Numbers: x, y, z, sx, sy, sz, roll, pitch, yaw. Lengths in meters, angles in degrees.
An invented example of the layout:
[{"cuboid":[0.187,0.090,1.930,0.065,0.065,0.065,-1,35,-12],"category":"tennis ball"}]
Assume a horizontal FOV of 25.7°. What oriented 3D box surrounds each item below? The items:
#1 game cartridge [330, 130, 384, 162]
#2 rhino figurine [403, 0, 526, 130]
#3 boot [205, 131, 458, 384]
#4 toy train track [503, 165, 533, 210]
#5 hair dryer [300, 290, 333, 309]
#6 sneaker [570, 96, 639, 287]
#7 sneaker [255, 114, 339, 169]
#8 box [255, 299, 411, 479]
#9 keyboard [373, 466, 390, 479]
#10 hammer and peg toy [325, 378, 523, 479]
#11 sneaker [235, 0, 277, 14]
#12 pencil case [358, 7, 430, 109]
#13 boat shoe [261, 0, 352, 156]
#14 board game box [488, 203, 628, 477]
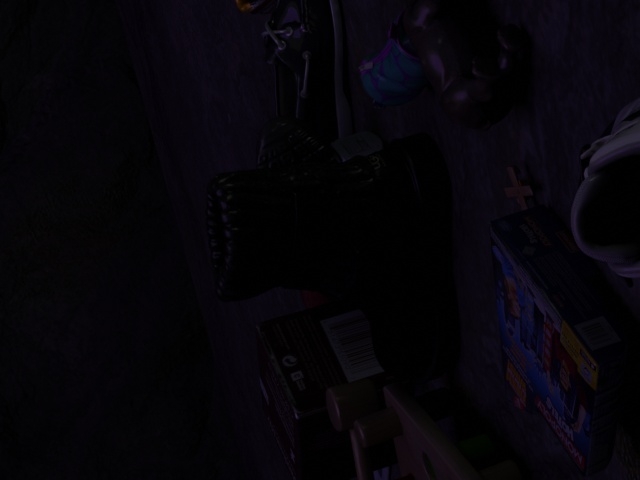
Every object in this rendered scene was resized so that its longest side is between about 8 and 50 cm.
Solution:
[{"cuboid":[0.047,-0.109,1.678,0.083,0.056,0.017,-120,10,-66],"category":"game cartridge"},{"cuboid":[0.113,-0.202,1.276,0.106,0.073,0.243,98,154,-53],"category":"rhino figurine"},{"cuboid":[0.008,0.045,1.579,0.131,0.260,0.348,-125,23,-52],"category":"boot"},{"cuboid":[0.192,-0.031,1.288,0.048,0.014,0.083,0,112,69],"category":"toy train track"},{"cuboid":[0.000,0.000,2.024,0.223,0.080,0.293,-94,-4,-78],"category":"hair dryer"},{"cuboid":[0.214,-0.036,0.923,0.330,0.146,0.122,159,93,-78],"category":"sneaker"},{"cuboid":[-0.011,-0.060,1.756,0.130,0.109,0.286,-108,-8,-45],"category":"sneaker"},{"cuboid":[0.017,0.212,1.939,0.203,0.167,0.168,89,159,-49],"category":"box"},{"cuboid":[0.089,0.344,2.151,0.072,0.014,0.256,57,160,36],"category":"keyboard"},{"cuboid":[0.134,0.309,1.684,0.361,0.127,0.266,-134,28,-63],"category":"hammer and peg toy"},{"cuboid":[-0.071,-0.370,1.765,0.225,0.093,0.088,89,159,-47],"category":"sneaker"},{"cuboid":[0.085,-0.184,1.411,0.152,0.070,0.064,134,143,-73],"category":"pencil case"},{"cuboid":[-0.025,-0.231,1.746,0.114,0.091,0.302,-133,29,-61],"category":"boat shoe"},{"cuboid":[0.216,0.104,1.252,0.194,0.060,0.194,-120,18,-44],"category":"board game box"}]
